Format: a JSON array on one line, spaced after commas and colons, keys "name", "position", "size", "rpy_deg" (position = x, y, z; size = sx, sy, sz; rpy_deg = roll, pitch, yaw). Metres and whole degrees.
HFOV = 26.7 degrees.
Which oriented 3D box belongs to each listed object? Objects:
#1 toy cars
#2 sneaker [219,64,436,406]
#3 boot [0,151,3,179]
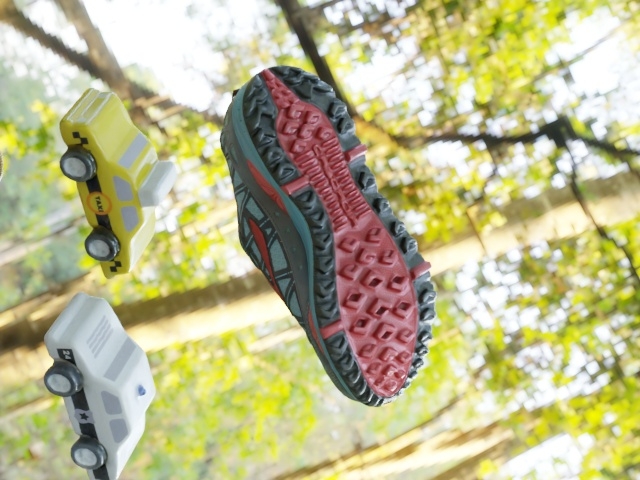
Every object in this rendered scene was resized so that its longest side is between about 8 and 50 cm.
[{"name": "toy cars", "position": [-0.197, 0.046, 1.348], "size": [0.176, 0.087, 0.394], "rpy_deg": [26, 65, -70]}, {"name": "sneaker", "position": [0.000, 0.000, 1.025], "size": [0.125, 0.104, 0.262], "rpy_deg": [-19, -89, 64]}, {"name": "boot", "position": [-0.370, -0.020, 0.960], "size": [0.269, 0.236, 0.089], "rpy_deg": [30, 3, 37]}]
